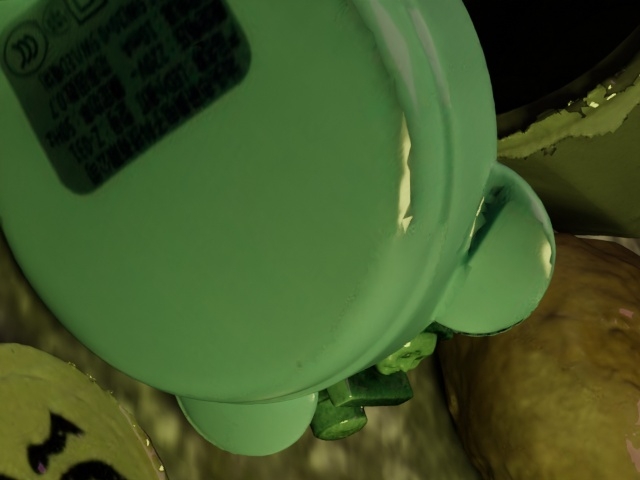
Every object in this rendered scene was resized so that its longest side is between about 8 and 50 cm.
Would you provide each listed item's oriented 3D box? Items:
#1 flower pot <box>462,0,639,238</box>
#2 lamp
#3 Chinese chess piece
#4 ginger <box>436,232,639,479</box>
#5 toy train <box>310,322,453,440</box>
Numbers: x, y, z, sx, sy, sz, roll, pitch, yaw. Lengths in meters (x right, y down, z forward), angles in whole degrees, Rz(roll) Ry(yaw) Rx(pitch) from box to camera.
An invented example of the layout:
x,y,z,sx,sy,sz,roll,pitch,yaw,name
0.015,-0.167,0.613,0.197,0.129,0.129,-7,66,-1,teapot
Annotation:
x,y,z,sx,sy,sz,roll,pitch,yaw,name
0.126,-0.123,1.023,0.259,0.290,0.290,39,34,-56,flower pot
-0.048,-0.064,0.726,0.284,0.209,0.147,51,30,-12,lamp
-0.106,0.105,0.645,0.144,0.058,0.144,38,36,-35,Chinese chess piece
0.135,0.093,0.949,0.138,0.152,0.267,2,64,-23,ginger
0.000,0.000,0.845,0.071,0.111,0.170,5,59,-52,toy train
